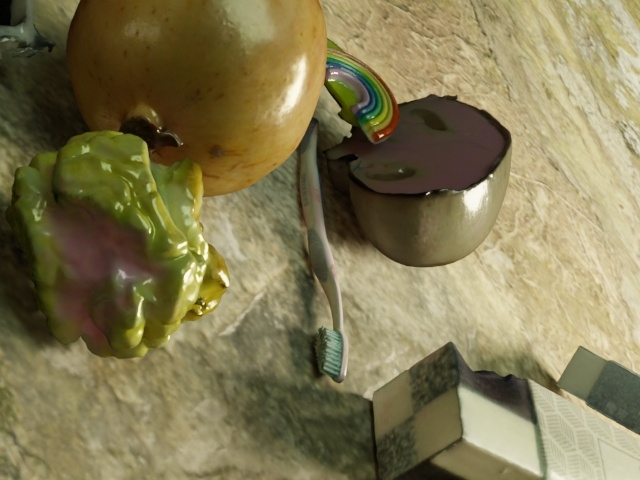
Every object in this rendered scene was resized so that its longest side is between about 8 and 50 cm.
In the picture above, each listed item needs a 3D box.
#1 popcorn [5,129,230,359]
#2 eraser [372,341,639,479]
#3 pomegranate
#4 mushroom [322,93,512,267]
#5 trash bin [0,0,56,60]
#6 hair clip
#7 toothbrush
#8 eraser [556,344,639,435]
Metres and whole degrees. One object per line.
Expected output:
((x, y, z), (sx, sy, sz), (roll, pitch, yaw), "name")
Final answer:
((-0.130, 0.000, 1.030), (0.145, 0.126, 0.126), (43, 39, 22), "popcorn")
((0.218, 0.208, 1.284), (0.404, 0.096, 0.098), (29, 40, -32), "eraser")
((-0.084, -0.122, 1.145), (0.191, 0.191, 0.191), (32, 38, -29), "pomegranate")
((0.088, -0.040, 1.346), (0.188, 0.141, 0.117), (-49, 133, -58), "mushroom")
((-0.207, -0.317, 1.008), (0.256, 0.367, 0.296), (-7, 65, -54), "trash bin")
((0.005, -0.148, 1.362), (0.060, 0.033, 0.188), (-14, 50, -47), "hair clip")
((0.000, 0.000, 1.282), (0.027, 0.021, 0.269), (33, 36, -36), "toothbrush")
((0.304, 0.158, 1.378), (0.212, 0.046, 0.092), (30, 1, 12), "eraser")
